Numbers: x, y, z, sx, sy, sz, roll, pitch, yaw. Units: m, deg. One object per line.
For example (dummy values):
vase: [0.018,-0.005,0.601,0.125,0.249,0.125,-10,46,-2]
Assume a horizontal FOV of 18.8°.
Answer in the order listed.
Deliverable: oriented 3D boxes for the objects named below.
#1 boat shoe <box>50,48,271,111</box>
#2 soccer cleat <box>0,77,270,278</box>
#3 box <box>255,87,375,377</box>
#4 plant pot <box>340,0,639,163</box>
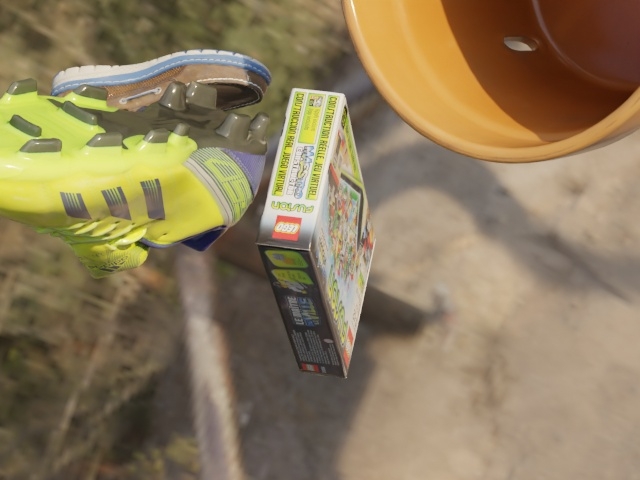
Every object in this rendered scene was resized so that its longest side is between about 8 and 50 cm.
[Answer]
boat shoe: [-0.127,-0.105,1.543,0.183,0.066,0.066,-7,64,16]
soccer cleat: [-0.120,-0.025,1.098,0.093,0.289,0.121,28,106,21]
box: [0.000,0.000,1.282,0.036,0.207,0.114,7,65,11]
plant pot: [0.186,-0.200,1.384,0.291,0.203,0.290,2,93,37]
